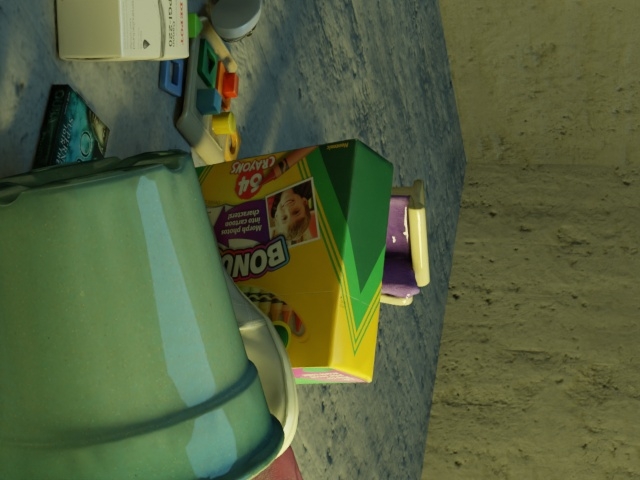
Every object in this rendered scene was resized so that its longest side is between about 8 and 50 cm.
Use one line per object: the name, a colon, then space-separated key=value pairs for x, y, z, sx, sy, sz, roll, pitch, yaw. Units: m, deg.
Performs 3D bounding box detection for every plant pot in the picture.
plant pot: x=-0.235 y=0.087 z=1.230 sx=0.341 sy=0.341 sz=0.334 roll=-38 pitch=119 yaw=-70

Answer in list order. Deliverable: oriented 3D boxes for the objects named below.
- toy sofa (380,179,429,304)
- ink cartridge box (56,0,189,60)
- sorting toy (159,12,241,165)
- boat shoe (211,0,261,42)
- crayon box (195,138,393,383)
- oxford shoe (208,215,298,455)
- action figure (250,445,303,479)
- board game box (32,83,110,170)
toy sofa: x=0.000 y=0.000 z=1.913 sx=0.177 sy=0.363 sz=0.150 roll=-70 pitch=157 yaw=-60
ink cartridge box: x=-0.252 y=-0.313 z=1.481 sx=0.218 sy=0.092 sz=0.158 roll=-33 pitch=124 yaw=-73
sorting toy: x=-0.170 y=-0.237 z=1.854 sx=0.347 sy=0.047 sz=0.196 roll=55 pitch=40 yaw=-65
boat shoe: x=-0.135 y=-0.373 z=1.895 sx=0.228 sy=0.080 sz=0.076 roll=-91 pitch=179 yaw=-55
crayon box: x=-0.086 y=0.042 z=1.601 sx=0.106 sy=0.363 sz=0.313 roll=29 pitch=62 yaw=-47
oxford shoe: x=-0.170 y=0.093 z=1.483 sx=0.130 sy=0.169 sz=0.449 roll=32 pitch=27 yaw=-59
action figure: x=-0.143 y=0.252 z=1.773 sx=0.370 sy=0.276 sz=0.248 roll=70 pitch=-23 yaw=11
board game box: x=-0.313 y=-0.082 z=1.413 sx=0.126 sy=0.026 sz=0.186 roll=55 pitch=40 yaw=-64
